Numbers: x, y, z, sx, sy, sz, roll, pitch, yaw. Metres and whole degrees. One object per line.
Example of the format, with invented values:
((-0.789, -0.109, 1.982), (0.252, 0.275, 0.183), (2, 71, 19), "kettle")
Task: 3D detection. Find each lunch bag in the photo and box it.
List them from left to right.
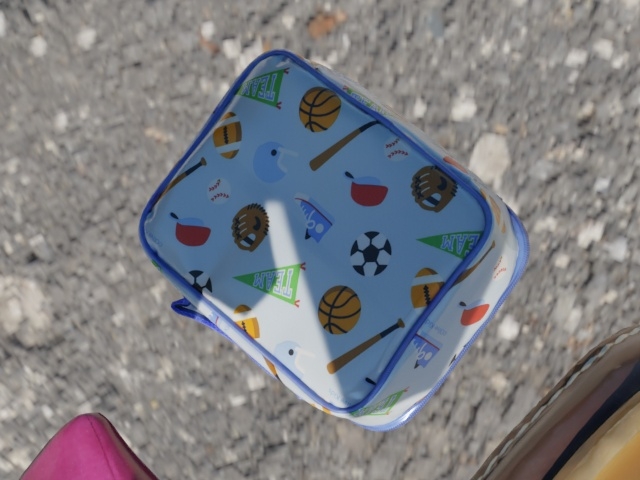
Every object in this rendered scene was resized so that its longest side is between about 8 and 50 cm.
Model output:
((0.000, 0.000, 1.398), (0.303, 0.115, 0.243), (39, 98, 30), "lunch bag")

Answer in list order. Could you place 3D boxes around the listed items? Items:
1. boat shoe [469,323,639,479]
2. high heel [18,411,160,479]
((0.021, 0.103, 0.367), (0.207, 0.073, 0.073), (-56, 39, -3), "boat shoe")
((-0.188, 0.204, 1.072), (0.127, 0.377, 0.181), (-14, 90, -39), "high heel")
